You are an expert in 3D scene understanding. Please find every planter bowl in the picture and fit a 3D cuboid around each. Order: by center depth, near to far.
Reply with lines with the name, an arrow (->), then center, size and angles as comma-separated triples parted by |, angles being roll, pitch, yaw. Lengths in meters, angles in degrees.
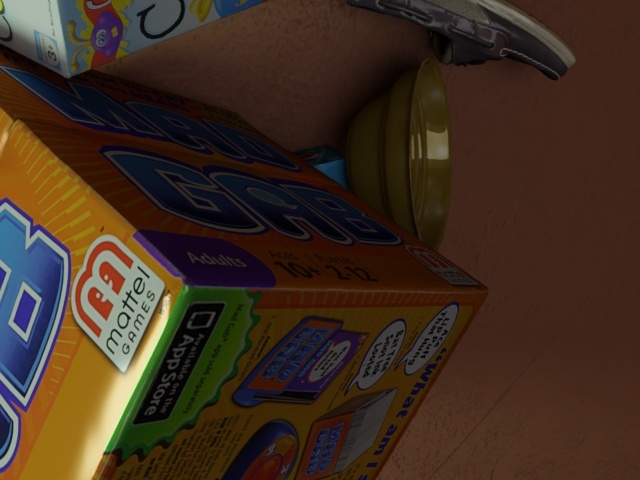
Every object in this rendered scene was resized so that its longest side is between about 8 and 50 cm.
planter bowl -> 0.085, -0.093, 0.856 | 0.090, 0.217, 0.217 | 1, 117, 21

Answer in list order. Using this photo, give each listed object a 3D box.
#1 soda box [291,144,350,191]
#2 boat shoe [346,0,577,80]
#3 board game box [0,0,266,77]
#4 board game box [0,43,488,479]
soda box -> 0.000, 0.000, 0.899 | 0.071, 0.067, 0.210 | -15, 116, -15
boat shoe -> 0.156, -0.241, 0.847 | 0.285, 0.103, 0.092 | 22, 107, -23
board game box -> -0.137, -0.255, 0.594 | 0.275, 0.142, 0.144 | -36, 144, -39
board game box -> -0.156, 0.090, 0.628 | 0.356, 0.356, 0.357 | 7, 115, -54
